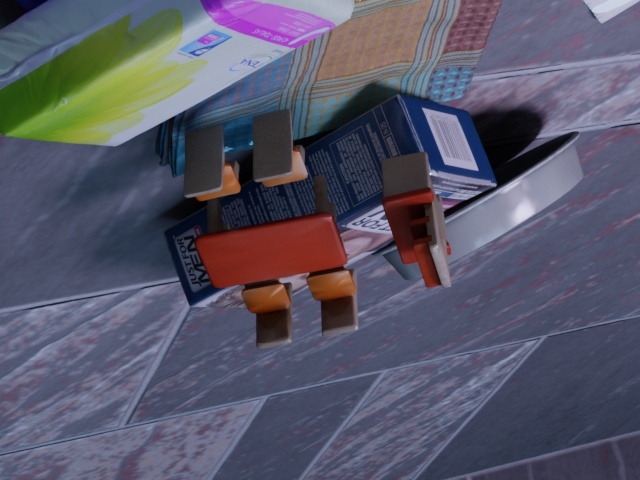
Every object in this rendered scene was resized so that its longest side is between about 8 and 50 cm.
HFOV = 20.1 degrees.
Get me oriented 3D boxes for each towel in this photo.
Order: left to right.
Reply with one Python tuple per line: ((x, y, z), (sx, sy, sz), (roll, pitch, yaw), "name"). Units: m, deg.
((0.013, -0.184, 1.901), (0.370, 0.040, 0.271), (-16, 157, -15), "towel")

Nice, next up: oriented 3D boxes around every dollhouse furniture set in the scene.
((0.000, 0.000, 1.892), (0.259, 0.135, 0.262), (-11, 136, 10), "dollhouse furniture set")

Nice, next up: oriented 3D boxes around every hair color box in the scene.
((0.010, -0.036, 2.081), (0.347, 0.105, 0.174), (-29, 163, 27), "hair color box")

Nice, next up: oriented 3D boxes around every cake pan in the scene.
((0.199, -0.038, 2.203), (0.293, 0.054, 0.293), (-31, -177, 2), "cake pan")

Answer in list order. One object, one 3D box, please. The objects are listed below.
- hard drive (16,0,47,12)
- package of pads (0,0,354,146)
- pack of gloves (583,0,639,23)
((-0.214, -0.305, 1.432), (0.210, 0.040, 0.319), (-26, 157, 8), "hard drive")
((-0.134, -0.190, 1.618), (0.296, 0.101, 0.229), (-27, 172, 16), "package of pads")
((0.381, -0.312, 1.941), (0.232, 0.046, 0.195), (-30, 157, 17), "pack of gloves")
